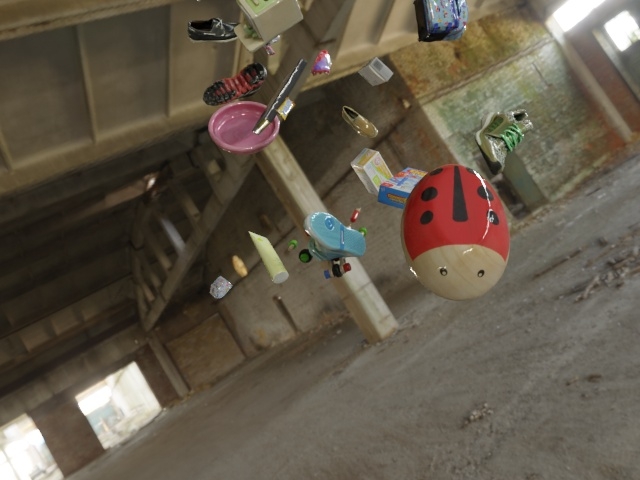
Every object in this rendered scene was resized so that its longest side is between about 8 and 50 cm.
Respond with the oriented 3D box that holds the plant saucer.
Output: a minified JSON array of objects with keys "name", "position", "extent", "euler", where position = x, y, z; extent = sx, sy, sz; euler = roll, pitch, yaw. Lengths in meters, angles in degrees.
[{"name":"plant saucer","position":[-0.360,-0.523,2.409],"extent":[0.332,0.332,0.084],"euler":[-30,-28,-20]}]

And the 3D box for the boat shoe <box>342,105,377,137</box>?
[{"name":"boat shoe","position":[0.162,-0.506,2.165],"extent":[0.068,0.190,0.072],"euler":[-50,-18,-7]}]

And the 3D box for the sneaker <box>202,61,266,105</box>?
[{"name":"sneaker","position":[-0.340,-0.613,2.046],"extent":[0.275,0.098,0.135],"euler":[-28,1,0]}]

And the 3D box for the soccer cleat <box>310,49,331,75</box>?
[{"name":"soccer cleat","position":[0.003,-0.767,2.190],"extent":[0.082,0.095,0.248],"euler":[-2,22,9]}]

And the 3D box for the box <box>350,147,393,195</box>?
[{"name":"box","position":[0.250,-0.323,2.412],"extent":[0.114,0.203,0.103],"euler":[-48,38,-11]}]

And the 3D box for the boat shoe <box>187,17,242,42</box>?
[{"name":"boat shoe","position":[-0.413,-0.844,2.026],"extent":[0.232,0.084,0.079],"euler":[-10,-28,-15]}]

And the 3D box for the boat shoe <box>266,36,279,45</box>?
[{"name":"boat shoe","position":[-0.236,-0.893,2.244],"extent":[0.066,0.063,0.184],"euler":[5,10,15]}]

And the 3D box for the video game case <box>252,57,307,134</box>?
[{"name":"video game case","position":[-0.164,-0.556,1.986],"extent":[0.275,0.035,0.248],"euler":[-61,16,-9]}]

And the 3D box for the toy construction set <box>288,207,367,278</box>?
[{"name":"toy construction set","position":[0.072,-0.021,2.114],"extent":[0.309,0.257,0.237],"euler":[-44,7,26]}]

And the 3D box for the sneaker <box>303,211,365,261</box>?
[{"name":"sneaker","position":[0.000,0.000,1.885],"extent":[0.208,0.127,0.319],"euler":[-12,-28,38]}]

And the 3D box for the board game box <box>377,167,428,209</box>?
[{"name":"board game box","position":[0.460,-0.214,2.260],"extent":[0.302,0.308,0.086],"euler":[-34,-44,-50]}]

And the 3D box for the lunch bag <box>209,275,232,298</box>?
[{"name":"lunch bag","position":[-0.415,0.194,2.083],"extent":[0.083,0.053,0.071],"euler":[-51,31,-11]}]

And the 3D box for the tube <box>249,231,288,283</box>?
[{"name":"tube","position":[-0.190,0.055,1.863],"extent":[0.062,0.240,0.070],"euler":[-21,-42,-14]}]

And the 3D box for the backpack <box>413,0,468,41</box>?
[{"name":"backpack","position":[0.402,-0.728,1.638],"extent":[0.173,0.159,0.117],"euler":[-6,-1,-13]}]

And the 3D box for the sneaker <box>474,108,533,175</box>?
[{"name":"sneaker","position":[0.705,-0.402,1.925],"extent":[0.181,0.158,0.411],"euler":[-22,27,36]}]

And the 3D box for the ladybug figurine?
[{"name":"ladybug figurine","position":[0.378,-0.054,1.428],"extent":[0.304,0.450,0.162],"euler":[-2,-34,5]}]

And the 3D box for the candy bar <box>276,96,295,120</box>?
[{"name":"candy bar","position":[-0.106,-0.396,1.523],"extent":[0.018,0.040,0.162],"euler":[-37,17,26]}]

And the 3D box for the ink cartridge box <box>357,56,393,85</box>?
[{"name":"ink cartridge box","position":[0.140,-0.438,1.321],"extent":[0.029,0.062,0.115],"euler":[-51,16,1]}]

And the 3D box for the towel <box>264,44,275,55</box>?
[{"name":"towel","position":[-0.302,-1.063,2.620],"extent":[0.029,0.144,0.197],"euler":[-24,-23,12]}]

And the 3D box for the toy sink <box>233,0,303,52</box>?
[{"name":"toy sink","position":[-0.209,-0.817,1.815],"extent":[0.234,0.153,0.131],"euler":[-33,-27,1]}]
